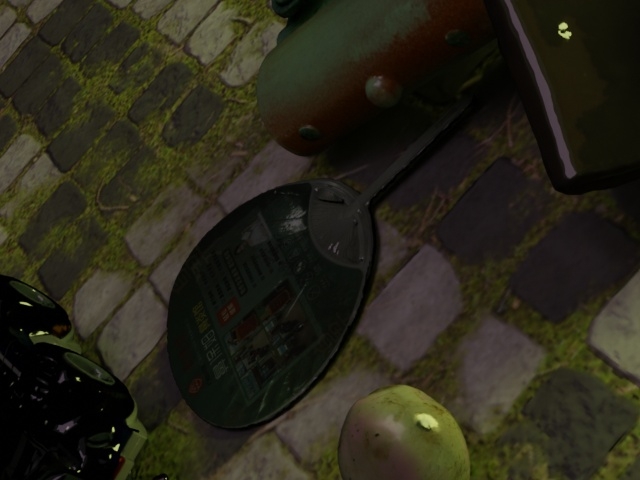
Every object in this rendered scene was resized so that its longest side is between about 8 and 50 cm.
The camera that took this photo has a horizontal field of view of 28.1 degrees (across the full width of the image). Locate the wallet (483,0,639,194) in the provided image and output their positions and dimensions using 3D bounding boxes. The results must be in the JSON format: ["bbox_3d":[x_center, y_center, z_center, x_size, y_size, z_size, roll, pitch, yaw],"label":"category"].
[{"bbox_3d":[0.170,-0.175,0.787,0.165,0.042,0.310,-14,62,-7],"label":"wallet"}]

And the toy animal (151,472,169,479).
[{"bbox_3d":[-0.064,0.248,0.721,0.324,0.090,0.195,5,67,53],"label":"toy animal"}]

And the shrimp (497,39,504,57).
[{"bbox_3d":[0.169,-0.131,0.854,0.065,0.057,0.165,-43,32,-8],"label":"shrimp"}]

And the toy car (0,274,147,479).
[{"bbox_3d":[-0.229,0.156,0.963,0.193,0.118,0.301,-59,37,1],"label":"toy car"}]

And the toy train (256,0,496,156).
[{"bbox_3d":[0.055,-0.172,0.942,0.285,0.116,0.177,-28,44,46],"label":"toy train"}]

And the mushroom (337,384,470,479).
[{"bbox_3d":[0.050,0.125,0.740,0.083,0.067,0.084,5,97,44],"label":"mushroom"}]

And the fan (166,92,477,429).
[{"bbox_3d":[-0.011,0.029,0.936,0.294,0.012,0.223,-24,43,32],"label":"fan"}]
